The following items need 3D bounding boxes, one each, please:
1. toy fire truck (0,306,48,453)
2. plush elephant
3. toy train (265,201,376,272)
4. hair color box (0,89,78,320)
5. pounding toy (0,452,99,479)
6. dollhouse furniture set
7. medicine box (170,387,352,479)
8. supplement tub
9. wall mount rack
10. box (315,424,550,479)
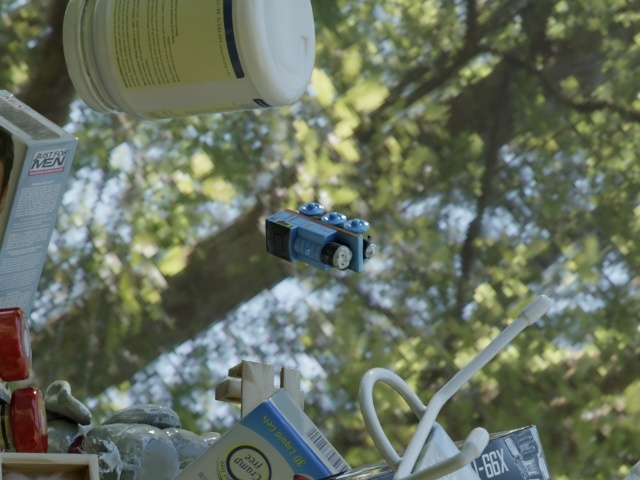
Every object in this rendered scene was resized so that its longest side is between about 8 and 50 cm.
[{"bbox_3d":[-0.481,0.177,1.992,0.254,0.169,0.302,-105,-171,-66],"label":"toy fire truck"},{"bbox_3d":[-0.366,0.376,2.313,0.255,0.271,0.330,8,-23,34],"label":"plush elephant"},{"bbox_3d":[0.000,0.000,2.250,0.184,0.105,0.080,22,-54,38],"label":"toy train"},{"bbox_3d":[-0.530,-0.033,2.256,0.185,0.114,0.374,33,-65,28],"label":"hair color box"},{"bbox_3d":[-0.349,0.332,1.543,0.094,0.206,0.181,-41,-129,49],"label":"pounding toy"},{"bbox_3d":[-0.099,0.282,2.282,0.151,0.144,0.123,-32,-129,52],"label":"dollhouse furniture set"},{"bbox_3d":[-0.086,0.407,2.022,0.263,0.289,0.149,49,6,6],"label":"medicine box"},{"bbox_3d":[-0.194,-0.303,2.107,0.325,0.235,0.235,-4,-57,22],"label":"supplement tub"},{"bbox_3d":[0.194,0.221,1.320,0.130,0.304,0.350,-31,-81,27],"label":"wall mount rack"},{"bbox_3d":[0.084,0.303,1.685,0.242,0.307,0.076,-21,-99,45],"label":"box"}]
